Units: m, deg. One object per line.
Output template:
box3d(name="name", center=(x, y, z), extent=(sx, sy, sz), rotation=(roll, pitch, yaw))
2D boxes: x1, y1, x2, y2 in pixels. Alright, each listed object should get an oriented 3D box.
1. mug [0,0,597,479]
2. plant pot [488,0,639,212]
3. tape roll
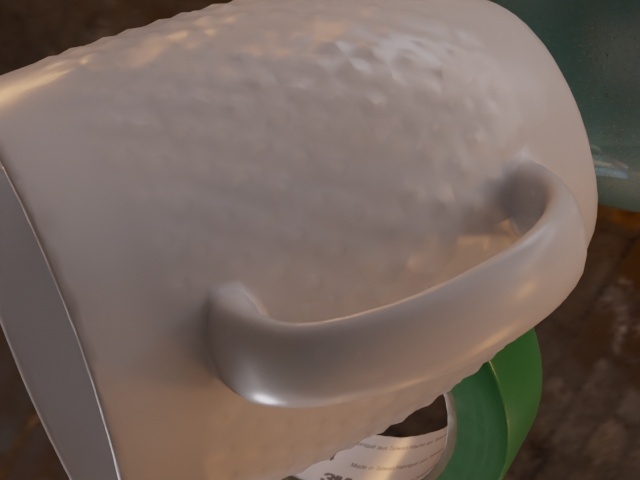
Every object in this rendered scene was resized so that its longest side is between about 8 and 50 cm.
box3d(name="mug", center=(0.000, 0.000, 1.067), extent=(0.374, 0.328, 0.276), rotation=(30, -42, 64))
box3d(name="plant pot", center=(0.183, -0.157, 1.311), extent=(0.196, 0.293, 0.293), rotation=(-2, -87, 5))
box3d(name="tape roll", center=(0.010, 0.089, 1.464), extent=(0.321, 0.077, 0.321), rotation=(17, -49, 20))
